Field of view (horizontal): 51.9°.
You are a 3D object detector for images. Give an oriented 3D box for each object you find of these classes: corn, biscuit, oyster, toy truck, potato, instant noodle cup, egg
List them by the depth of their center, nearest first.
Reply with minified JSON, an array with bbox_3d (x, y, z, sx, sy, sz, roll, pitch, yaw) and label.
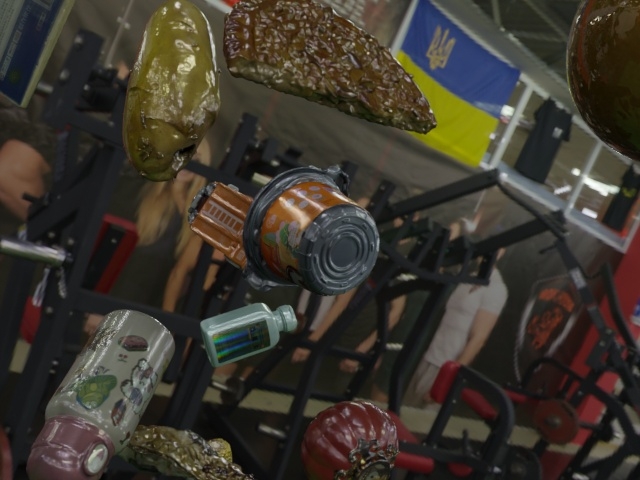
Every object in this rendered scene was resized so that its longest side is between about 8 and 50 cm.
[{"bbox_3d":[0.008,-0.153,0.539,0.206,0.025,0.126,9,52,-36],"label":"biscuit"},{"bbox_3d":[0.391,-0.199,0.693,0.250,0.250,0.322,25,14,16],"label":"egg"},{"bbox_3d":[0.000,0.000,0.899,0.178,0.208,0.126,25,2,-38],"label":"instant noodle cup"},{"bbox_3d":[-0.240,0.335,1.022,0.345,0.078,0.128,9,-37,15],"label":"oyster"},{"bbox_3d":[-0.242,-0.242,1.075,0.173,0.300,0.140,-3,-15,45],"label":"potato"},{"bbox_3d":[-0.190,0.433,1.155,0.072,0.203,0.072,8,26,-4],"label":"corn"},{"bbox_3d":[-0.237,-0.055,1.692,0.207,0.173,0.387,33,-2,-13],"label":"toy truck"}]

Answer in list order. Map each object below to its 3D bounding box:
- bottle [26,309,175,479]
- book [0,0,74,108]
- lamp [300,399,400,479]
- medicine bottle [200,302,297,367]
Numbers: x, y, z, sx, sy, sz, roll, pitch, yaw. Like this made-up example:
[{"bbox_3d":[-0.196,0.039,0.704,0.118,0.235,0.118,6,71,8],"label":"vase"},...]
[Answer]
[{"bbox_3d":[-0.294,0.219,0.882,0.121,0.120,0.253,24,43,-6],"label":"bottle"},{"bbox_3d":[-0.532,-0.379,1.043,0.323,0.228,0.018,34,11,17],"label":"book"},{"bbox_3d":[0.063,0.457,1.462,0.227,0.226,0.227,24,4,-2],"label":"lamp"},{"bbox_3d":[-0.175,0.223,1.633,0.229,0.121,0.083,-17,29,-18],"label":"medicine bottle"}]
